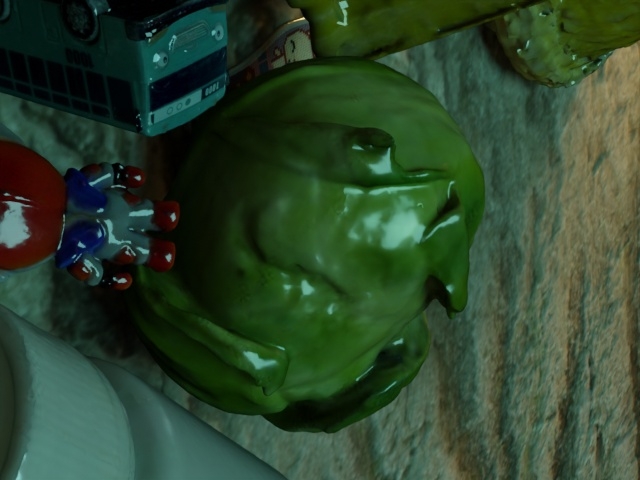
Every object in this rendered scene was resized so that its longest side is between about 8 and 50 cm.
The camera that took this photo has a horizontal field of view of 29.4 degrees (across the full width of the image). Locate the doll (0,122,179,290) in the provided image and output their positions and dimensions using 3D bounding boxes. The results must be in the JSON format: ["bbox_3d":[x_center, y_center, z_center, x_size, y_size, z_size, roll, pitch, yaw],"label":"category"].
[{"bbox_3d":[-0.181,-0.019,0.738,0.194,0.062,0.104,10,94,-25],"label":"doll"}]

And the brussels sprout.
[{"bbox_3d":[-0.002,0.000,0.884,0.294,0.227,0.259,-10,135,-56],"label":"brussels sprout"}]

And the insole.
[{"bbox_3d":[-0.043,-0.131,0.975,0.197,0.004,0.065,-38,132,-41],"label":"insole"}]

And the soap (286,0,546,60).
[{"bbox_3d":[0.098,-0.287,0.815,0.293,0.335,0.156,52,30,-46],"label":"soap"}]

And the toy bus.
[{"bbox_3d":[-0.131,-0.119,0.721,0.079,0.160,0.092,-36,132,-42],"label":"toy bus"}]

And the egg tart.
[{"bbox_3d":[0.303,-0.338,1.249,0.388,0.169,0.388,-32,129,-49],"label":"egg tart"}]

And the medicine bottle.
[{"bbox_3d":[-0.149,0.191,0.776,0.371,0.211,0.211,46,65,-51],"label":"medicine bottle"}]
